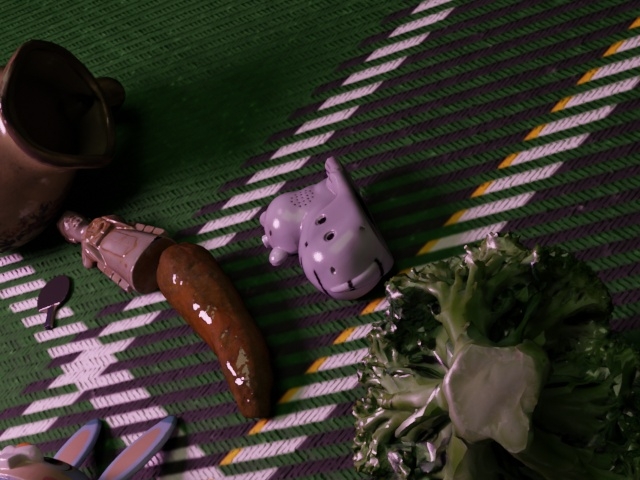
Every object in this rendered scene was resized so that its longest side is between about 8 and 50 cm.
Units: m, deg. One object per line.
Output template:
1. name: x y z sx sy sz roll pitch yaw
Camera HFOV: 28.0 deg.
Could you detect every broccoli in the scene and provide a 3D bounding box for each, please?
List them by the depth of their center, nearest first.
1. broccoli: 0.147 0.124 1.030 0.261 0.241 0.269 5 86 17

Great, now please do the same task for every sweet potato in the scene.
1. sweet potato: -0.107 0.085 1.365 0.075 0.075 0.273 -40 45 0

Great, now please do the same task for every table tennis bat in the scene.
1. table tennis bat: -0.329 0.076 1.580 0.050 0.007 0.083 -22 42 19

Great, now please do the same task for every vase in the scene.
1. vase: -0.373 -0.137 1.643 0.302 0.241 0.329 -27 6 32

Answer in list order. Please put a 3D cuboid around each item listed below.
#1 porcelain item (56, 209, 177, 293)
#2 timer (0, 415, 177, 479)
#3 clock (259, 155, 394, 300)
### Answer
1. porcelain item: -0.258 0.001 1.559 0.213 0.054 0.084 22 67 47
2. timer: -0.265 0.248 1.266 0.175 0.175 0.255 -5 50 33
3. clock: 0.000 0.000 1.346 0.117 0.080 0.176 -33 41 7
